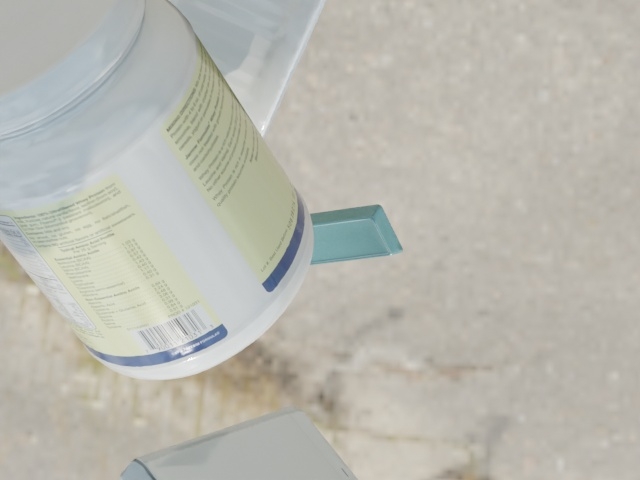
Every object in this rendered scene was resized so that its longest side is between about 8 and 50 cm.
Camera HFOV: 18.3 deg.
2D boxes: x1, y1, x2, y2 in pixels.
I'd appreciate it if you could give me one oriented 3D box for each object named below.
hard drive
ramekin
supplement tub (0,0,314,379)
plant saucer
[{"bbox_3d":[-0.054,0.284,2.079,0.040,0.203,0.307,-47,162,25],"label":"hard drive"},{"bbox_3d":[-0.074,-0.222,1.951,0.135,0.277,0.277,25,146,-2],"label":"ramekin"},{"bbox_3d":[-0.172,-0.064,1.678,0.235,0.235,0.325,-13,131,25],"label":"supplement tub"},{"bbox_3d":[0.000,0.000,2.252,0.192,0.018,0.067,-8,122,35],"label":"plant saucer"}]
